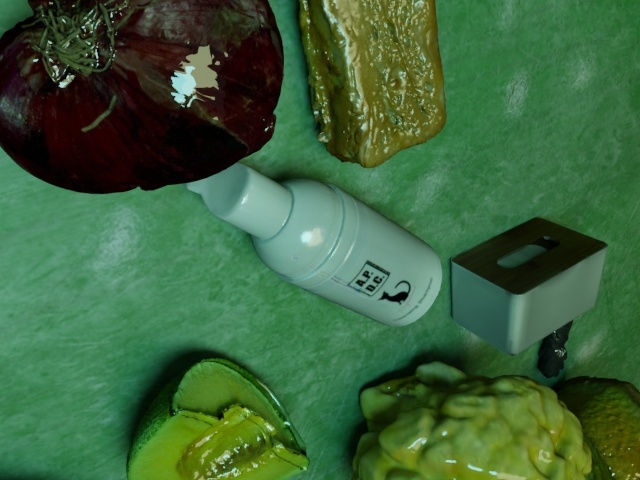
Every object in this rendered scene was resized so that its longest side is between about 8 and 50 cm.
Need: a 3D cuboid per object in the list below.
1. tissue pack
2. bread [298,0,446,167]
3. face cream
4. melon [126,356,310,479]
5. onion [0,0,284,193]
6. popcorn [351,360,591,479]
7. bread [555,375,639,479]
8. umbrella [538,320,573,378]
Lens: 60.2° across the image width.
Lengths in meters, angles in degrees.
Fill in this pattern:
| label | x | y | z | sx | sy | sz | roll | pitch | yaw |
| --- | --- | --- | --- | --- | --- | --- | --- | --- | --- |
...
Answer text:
| label | x | y | z | sx | sy | sz | roll | pitch | yaw |
| --- | --- | --- | --- | --- | --- | --- | --- | --- | --- |
| tissue pack | 0.380 | 0.078 | 1.020 | 0.246 | 0.159 | 0.136 | -23 | 123 | -26 |
| bread | 0.047 | -0.282 | 0.668 | 0.185 | 0.109 | 0.380 | -25 | 121 | -19 |
| face cream | 0.000 | 0.000 | 0.730 | 0.369 | 0.145 | 0.145 | 26 | 94 | -39 |
| melon | -0.161 | 0.263 | 0.758 | 0.169 | 0.129 | 0.265 | -38 | 133 | 12 |
| onion | -0.167 | -0.147 | 0.515 | 0.281 | 0.281 | 0.221 | -28 | 80 | -22 |
| popcorn | 0.251 | 0.398 | 0.938 | 0.390 | 0.354 | 0.344 | 5 | 113 | 10 |
| bread | 0.645 | 0.502 | 1.250 | 0.215 | 0.398 | 0.398 | -16 | 119 | -13 |
| umbrella | 0.532 | 0.205 | 1.242 | 0.066 | 0.059 | 0.236 | -33 | 128 | -41 |
